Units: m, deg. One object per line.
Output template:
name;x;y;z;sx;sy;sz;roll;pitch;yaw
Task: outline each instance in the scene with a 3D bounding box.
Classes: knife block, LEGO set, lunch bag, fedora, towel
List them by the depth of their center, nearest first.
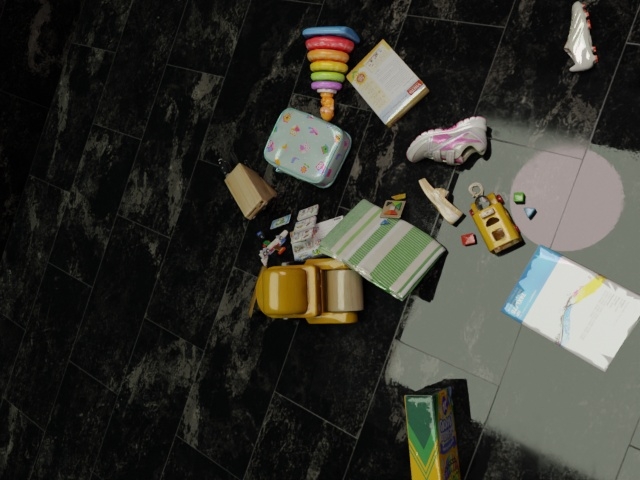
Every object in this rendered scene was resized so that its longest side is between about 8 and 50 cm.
towel;0.184;0.021;1.643;0.324;0.038;0.248;31;62;29
LEGO set;-0.116;-0.017;1.828;0.244;0.060;0.183;-19;34;22
lunch bag;-0.049;-0.311;1.837;0.279;0.107;0.224;28;100;29
fedora;-0.187;0.178;1.838;0.079;0.194;0.195;16;91;-8
knife block;-0.274;-0.204;1.872;0.242;0.276;0.088;42;105;-5

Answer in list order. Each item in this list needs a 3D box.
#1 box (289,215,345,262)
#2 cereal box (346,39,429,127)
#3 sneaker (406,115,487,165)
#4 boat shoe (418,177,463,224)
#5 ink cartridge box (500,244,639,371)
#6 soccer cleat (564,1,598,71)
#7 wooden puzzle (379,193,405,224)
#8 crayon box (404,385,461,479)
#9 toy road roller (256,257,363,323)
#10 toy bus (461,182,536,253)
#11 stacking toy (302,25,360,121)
box;0.000;0.000;1.808;0.206;0.036;0.114;-16;76;25
cereal box;0.215;-0.511;1.758;0.173;0.047;0.240;-41;67;17
sneaker;0.380;-0.275;1.608;0.252;0.103;0.111;-17;74;26
boat shoe;0.363;-0.127;1.623;0.059;0.063;0.170;-39;77;15
ink cartridge box;0.637;0.167;1.358;0.270;0.198;0.197;32;98;28
soccer cleat;0.711;-0.565;1.495;0.076;0.068;0.197;-11;81;29
wooden puzzle;0.225;-0.100;1.686;0.078;0.014;0.116;-4;52;30
crayon box;0.311;0.574;1.471;0.083;0.203;0.323;-8;80;26
toy road roller;-0.044;0.159;1.673;0.329;0.240;0.203;-4;85;19
toy bus;0.482;-0.064;1.524;0.202;0.104;0.191;19;92;28
stacking toy;0.027;-0.556;1.824;0.165;0.175;0.302;7;100;23
